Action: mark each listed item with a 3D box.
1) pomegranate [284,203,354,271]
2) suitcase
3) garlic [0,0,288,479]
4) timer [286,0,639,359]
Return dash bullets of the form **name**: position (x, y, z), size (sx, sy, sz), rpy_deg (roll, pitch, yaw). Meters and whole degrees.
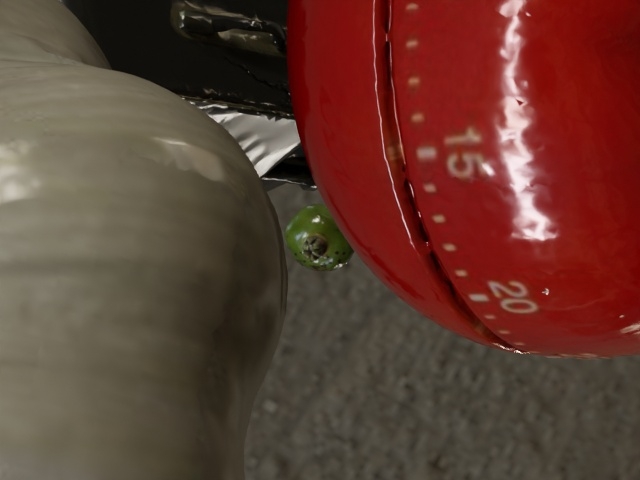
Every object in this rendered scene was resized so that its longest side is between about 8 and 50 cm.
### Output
- **pomegranate**: position (0.003, 0.002, 1.836), size (0.073, 0.084, 0.073), rpy_deg (-7, 125, -10)
- **suitcase**: position (-0.148, -0.127, 1.458), size (0.434, 0.283, 0.194), rpy_deg (1, 71, -53)
- **garlic**: position (-0.085, 0.027, 0.426), size (0.178, 0.143, 0.229), rpy_deg (10, 67, -47)
- **timer**: position (0.150, -0.118, 1.092), size (0.378, 0.279, 0.378), rpy_deg (-1, 92, -54)
